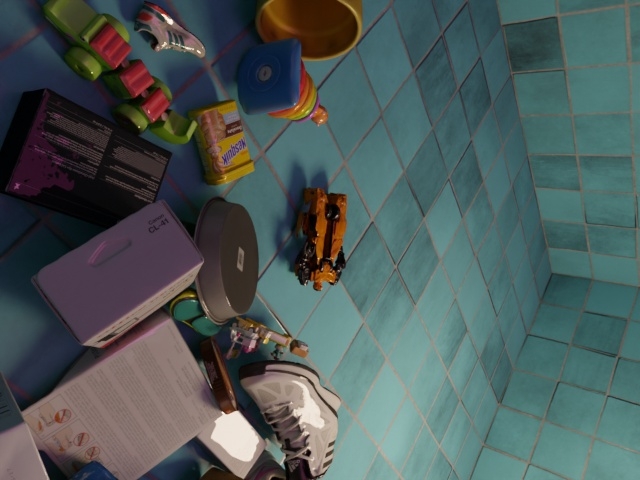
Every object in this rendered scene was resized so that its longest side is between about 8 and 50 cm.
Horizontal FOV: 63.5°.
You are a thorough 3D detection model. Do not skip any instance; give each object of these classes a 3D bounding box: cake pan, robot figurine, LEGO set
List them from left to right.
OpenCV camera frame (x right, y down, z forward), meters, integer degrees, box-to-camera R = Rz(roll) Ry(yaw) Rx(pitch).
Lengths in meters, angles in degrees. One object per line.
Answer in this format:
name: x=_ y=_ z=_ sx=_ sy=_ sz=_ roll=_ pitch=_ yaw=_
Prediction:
cake pan: x=-0.206 y=0.044 z=1.184 sx=0.293 sy=0.054 sz=0.294 roll=-3 pitch=90 yaw=-78
LEGO set: x=-0.156 y=0.280 z=1.350 sx=0.287 sy=0.132 sz=0.107 roll=34 pitch=80 yaw=-54
robot figurine: x=0.000 y=0.000 z=1.501 sx=0.211 sy=0.085 sz=0.291 roll=7 pitch=91 yaw=-50

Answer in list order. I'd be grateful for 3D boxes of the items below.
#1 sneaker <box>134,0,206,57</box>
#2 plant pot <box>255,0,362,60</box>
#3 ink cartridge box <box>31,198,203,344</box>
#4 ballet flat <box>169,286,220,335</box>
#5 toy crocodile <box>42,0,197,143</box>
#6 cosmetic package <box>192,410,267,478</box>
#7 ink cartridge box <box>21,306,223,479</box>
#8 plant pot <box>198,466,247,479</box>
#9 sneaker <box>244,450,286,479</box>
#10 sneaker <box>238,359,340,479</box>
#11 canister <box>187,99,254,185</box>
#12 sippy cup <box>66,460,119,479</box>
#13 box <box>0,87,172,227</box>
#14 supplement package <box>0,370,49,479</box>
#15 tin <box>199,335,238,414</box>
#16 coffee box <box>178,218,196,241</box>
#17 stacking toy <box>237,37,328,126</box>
sneaker: x=-0.316 y=-0.419 z=1.079 sx=0.161 sy=0.057 sz=0.075 roll=31 pitch=90 yaw=-49
plant pot: x=-0.023 y=-0.610 z=1.249 sx=0.254 sy=0.253 sz=0.239 roll=22 pitch=66 yaw=-49
ink cartridge box: x=-0.339 y=0.072 z=0.906 sx=0.226 sy=0.306 sz=0.131 roll=-37 pitch=92 yaw=-20
ballet flat: x=-0.285 y=0.148 z=1.158 sx=0.077 sy=0.077 sz=0.231 roll=-25 pitch=153 yaw=-4
toy crocodile: x=-0.371 y=-0.315 z=0.985 sx=0.115 sy=0.105 sz=0.341 roll=-57 pitch=134 yaw=-25
cosmetic package: x=-0.242 y=0.496 z=1.315 sx=0.117 sy=0.085 sz=0.231 roll=-50 pitch=130 yaw=-31
ink cartridge box: x=-0.433 y=0.363 z=1.092 sx=0.384 sy=0.091 sz=0.308 roll=-32 pitch=122 yaw=-22
plant pot: x=-0.205 y=0.680 z=1.243 sx=0.237 sy=0.254 sz=0.237 roll=-49 pitch=165 yaw=-19
sneaker: x=-0.183 y=0.690 z=1.397 sx=0.252 sy=0.111 sz=0.103 roll=-41 pitch=126 yaw=-37
sneaker: x=-0.066 y=0.499 z=1.387 sx=0.447 sy=0.169 sz=0.258 roll=48 pitch=33 yaw=-45
canister: x=-0.229 y=-0.228 z=1.196 sx=0.126 sy=0.073 sz=0.170 roll=-34 pitch=120 yaw=-41
sippy cup: x=-0.448 y=0.551 z=0.959 sx=0.224 sy=0.240 sz=0.305 roll=-47 pitch=174 yaw=-30
box: x=-0.431 y=-0.131 z=0.954 sx=0.261 sy=0.103 sz=0.185 roll=27 pitch=75 yaw=-49
supplement package: x=-0.541 y=0.343 z=0.772 sx=0.198 sy=0.262 sz=0.200 roll=-23 pitch=114 yaw=-35
tin: x=-0.241 y=0.318 z=1.224 sx=0.040 sy=0.190 sz=0.106 roll=-24 pitch=155 yaw=-3
coffee box: x=-0.326 y=0.007 z=1.151 sx=0.184 sy=0.040 sz=0.113 roll=16 pitch=86 yaw=-50
stacking toy: x=-0.062 y=-0.367 z=1.326 sx=0.301 sy=0.165 sz=0.175 roll=15 pitch=74 yaw=-61
